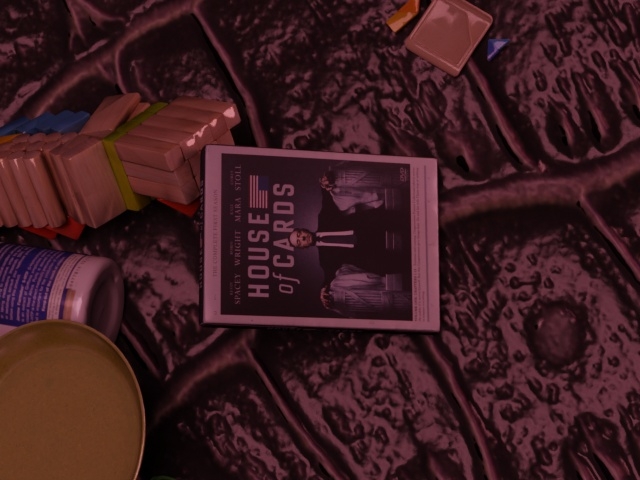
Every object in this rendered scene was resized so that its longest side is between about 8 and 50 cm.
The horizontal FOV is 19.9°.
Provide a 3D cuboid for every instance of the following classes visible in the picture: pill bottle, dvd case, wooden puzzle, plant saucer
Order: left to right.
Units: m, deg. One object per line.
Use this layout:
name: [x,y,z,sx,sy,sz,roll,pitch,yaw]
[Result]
pill bottle: [-0.306,0.060,1.868,0.186,0.112,0.112,8,81,15]
plant saucer: [-0.264,0.197,1.770,0.241,0.037,0.241,-8,73,25]
dvd case: [0.000,0.000,1.789,0.238,0.029,0.179,3,78,-15]
wooden puzzle: [0.131,-0.213,1.864,0.116,0.014,0.078,40,95,18]

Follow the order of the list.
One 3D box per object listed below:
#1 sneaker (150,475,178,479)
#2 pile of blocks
sneaker: [-0.256,0.350,1.799,0.343,0.134,0.146,-24,36,6]
pile of blocks: [-0.243,-0.067,1.897,0.362,0.149,0.113,-4,121,23]
